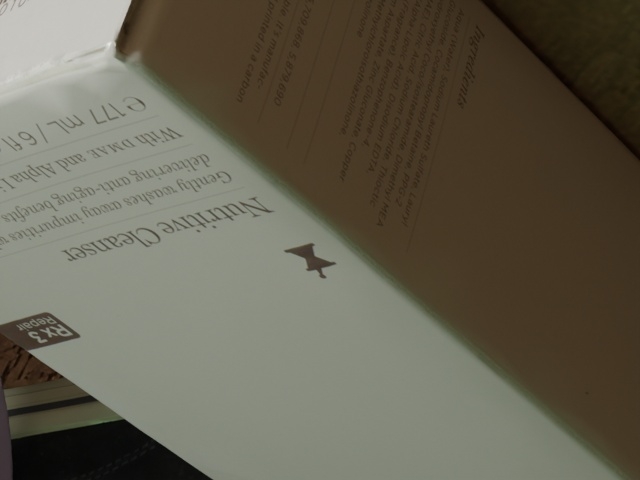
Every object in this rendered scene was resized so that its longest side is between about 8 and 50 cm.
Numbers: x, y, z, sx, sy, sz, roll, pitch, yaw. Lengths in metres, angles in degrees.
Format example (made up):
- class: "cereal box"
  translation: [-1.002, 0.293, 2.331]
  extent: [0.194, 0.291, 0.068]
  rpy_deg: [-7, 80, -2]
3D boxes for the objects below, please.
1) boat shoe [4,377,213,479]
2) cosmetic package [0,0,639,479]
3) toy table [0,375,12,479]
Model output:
- class: "boat shoe"
  translation: [-0.208, 0.190, 1.151]
  extent: [0.500, 0.156, 0.187]
  rpy_deg: [-14, 156, 14]
- class: "cosmetic package"
  translation: [0.000, 0.000, 0.864]
  extent: [0.217, 0.156, 0.385]
  rpy_deg: [-16, 135, 42]
- class: "toy table"
  translation: [-0.281, 0.075, 0.987]
  extent: [0.161, 0.252, 0.274]
  rpy_deg: [1, 117, 24]
